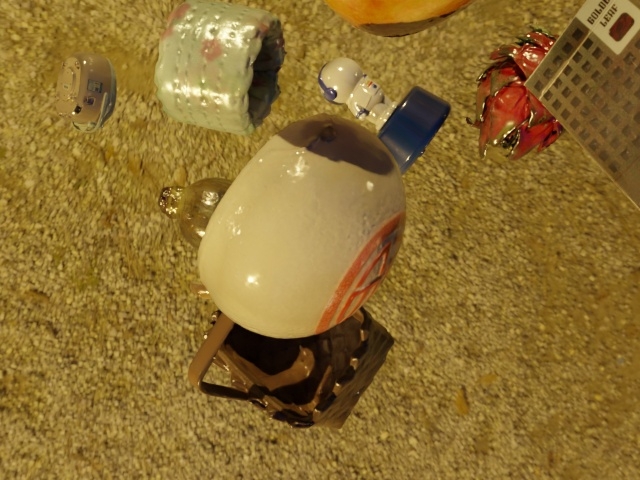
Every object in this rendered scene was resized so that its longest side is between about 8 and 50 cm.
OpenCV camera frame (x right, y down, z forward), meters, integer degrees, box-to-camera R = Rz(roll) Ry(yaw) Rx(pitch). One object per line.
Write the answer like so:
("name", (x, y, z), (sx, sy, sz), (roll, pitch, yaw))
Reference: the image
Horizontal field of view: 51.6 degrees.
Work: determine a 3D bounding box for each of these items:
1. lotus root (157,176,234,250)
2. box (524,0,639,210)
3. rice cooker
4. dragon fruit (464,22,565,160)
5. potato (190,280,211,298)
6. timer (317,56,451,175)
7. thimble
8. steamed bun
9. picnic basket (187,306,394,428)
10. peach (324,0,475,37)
("lotus root", (-0.170, -0.025, 1.300), (0.309, 0.173, 0.173), (27, 100, -22))
("box", (0.404, -0.159, 0.807), (0.047, 0.325, 0.180), (-3, 140, -35))
("rice cooker", (-0.610, -0.387, 1.722), (0.127, 0.145, 0.207), (12, 90, -53))
("dragon fruit", (0.332, -0.232, 1.066), (0.182, 0.182, 0.189), (3, 146, -13))
("potato", (-0.264, 0.113, 1.480), (0.036, 0.093, 0.037), (4, 91, -52))
("timer", (0.161, -0.397, 1.955), (0.383, 0.270, 0.270), (37, 97, -1))
("thimble", (-0.145, -0.260, 1.004), (0.149, 0.211, 0.186), (13, 96, 8))
("steamed bun", (0.000, 0.000, 0.787), (0.177, 0.283, 0.283), (37, 98, 13))
("picnic basket", (-0.059, 0.161, 1.115), (0.254, 0.291, 0.321), (-57, 146, -1))
("peach", (0.108, -0.394, 0.763), (0.307, 0.308, 0.332), (3, 141, -13))
